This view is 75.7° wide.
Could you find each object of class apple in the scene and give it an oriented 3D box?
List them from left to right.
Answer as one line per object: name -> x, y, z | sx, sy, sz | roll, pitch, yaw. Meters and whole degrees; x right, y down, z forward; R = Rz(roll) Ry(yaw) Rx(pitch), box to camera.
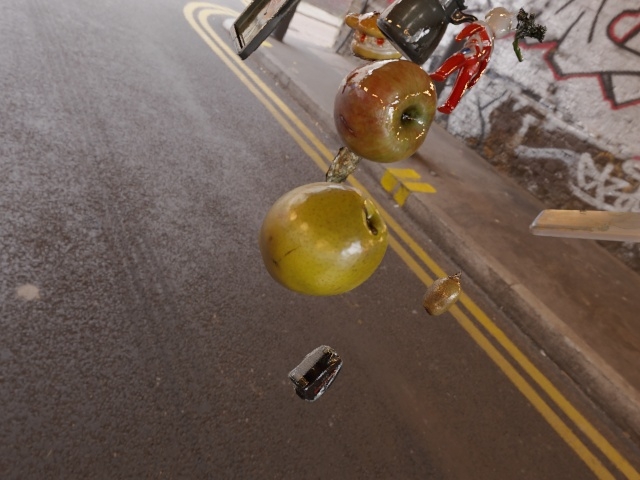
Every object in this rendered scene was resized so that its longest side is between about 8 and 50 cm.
apple -> 0.156, -0.333, 1.055 | 0.264, 0.264, 0.264 | 20, 32, -13

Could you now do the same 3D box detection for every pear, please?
pear -> 0.000, 0.000, 1.261 | 0.362, 0.418, 0.362 | 29, 52, -46

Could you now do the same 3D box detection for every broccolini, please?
broccolini -> 0.749, -0.714, 1.480 | 0.123, 0.062, 0.271 | 61, 14, 19

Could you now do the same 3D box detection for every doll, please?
doll -> 0.471, -0.576, 1.264 | 0.099, 0.384, 0.188 | 32, -16, 39

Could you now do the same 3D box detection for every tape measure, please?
tape measure -> -0.014, 0.438, 1.364 | 0.107, 0.181, 0.182 | 35, 59, 26

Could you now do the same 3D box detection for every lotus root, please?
lotus root -> 0.499, 0.209, 1.666 | 0.118, 0.221, 0.125 | 28, 13, -42

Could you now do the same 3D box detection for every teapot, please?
teapot -> 0.376, -0.739, 1.366 | 0.223, 0.285, 0.305 | 13, 36, -55

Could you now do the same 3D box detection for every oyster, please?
oyster -> 0.111, -0.340, 1.862 | 0.092, 0.260, 0.198 | 34, 11, 16

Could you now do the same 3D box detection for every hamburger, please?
hamburger -> 0.267, -0.998, 1.985 | 0.302, 0.186, 0.261 | 20, 45, 18

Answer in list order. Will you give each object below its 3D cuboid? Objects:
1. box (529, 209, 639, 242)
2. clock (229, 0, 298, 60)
box -> 0.741, -0.043, 1.128 | 0.285, 0.044, 0.142 | 7, 31, 42
clock -> -0.174, -0.711, 1.294 | 0.049, 0.279, 0.273 | 33, 26, -40
